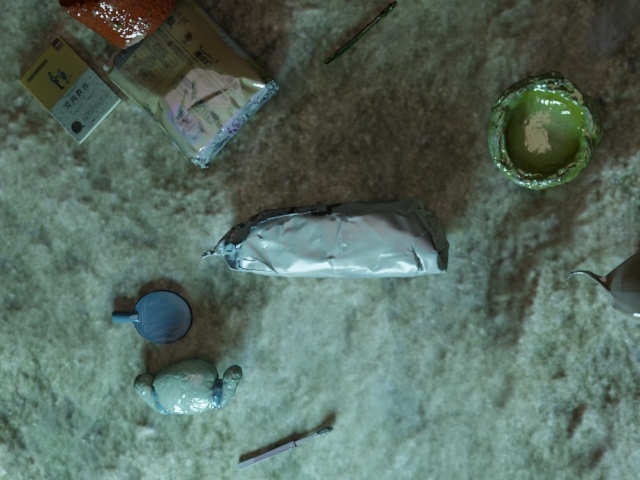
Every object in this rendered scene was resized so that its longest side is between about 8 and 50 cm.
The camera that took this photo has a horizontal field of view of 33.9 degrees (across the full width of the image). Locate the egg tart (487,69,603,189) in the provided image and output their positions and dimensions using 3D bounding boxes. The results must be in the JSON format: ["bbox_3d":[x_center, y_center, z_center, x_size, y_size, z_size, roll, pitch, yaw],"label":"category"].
[{"bbox_3d":[0.371,-0.182,1.761,0.197,0.078,0.197,1,93,14],"label":"egg tart"}]

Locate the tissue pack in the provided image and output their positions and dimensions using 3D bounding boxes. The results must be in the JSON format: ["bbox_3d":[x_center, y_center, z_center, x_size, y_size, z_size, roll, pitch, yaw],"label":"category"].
[{"bbox_3d":[-0.235,-0.287,1.856,0.256,0.123,0.215,45,98,5],"label":"tissue pack"}]

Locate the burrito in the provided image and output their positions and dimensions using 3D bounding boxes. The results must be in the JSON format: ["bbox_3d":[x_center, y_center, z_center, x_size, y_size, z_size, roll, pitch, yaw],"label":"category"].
[{"bbox_3d":[0.000,0.000,1.833,0.445,0.101,0.139,-1,108,12],"label":"burrito"}]

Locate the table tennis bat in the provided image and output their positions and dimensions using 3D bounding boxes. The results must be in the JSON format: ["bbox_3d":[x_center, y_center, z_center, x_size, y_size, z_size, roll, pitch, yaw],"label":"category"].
[{"bbox_3d":[-0.312,0.142,1.947,0.155,0.019,0.100,-2,93,10],"label":"table tennis bat"}]

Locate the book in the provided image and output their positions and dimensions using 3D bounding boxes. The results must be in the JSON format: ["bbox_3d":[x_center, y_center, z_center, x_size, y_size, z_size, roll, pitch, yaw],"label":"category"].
[{"bbox_3d":[-0.467,-0.281,1.959,0.172,0.012,0.118,45,99,6],"label":"book"}]

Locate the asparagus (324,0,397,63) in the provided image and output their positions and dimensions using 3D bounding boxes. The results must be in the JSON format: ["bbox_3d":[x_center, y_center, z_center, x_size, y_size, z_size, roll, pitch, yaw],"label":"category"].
[{"bbox_3d":[0.071,-0.364,1.845,0.166,0.013,0.016,-38,96,11],"label":"asparagus"}]

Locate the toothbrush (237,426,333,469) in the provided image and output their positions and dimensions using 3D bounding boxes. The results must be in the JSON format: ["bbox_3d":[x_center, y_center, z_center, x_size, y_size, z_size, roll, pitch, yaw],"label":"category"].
[{"bbox_3d":[-0.064,0.377,1.910,0.194,0.017,0.014,-25,82,14],"label":"toothbrush"}]

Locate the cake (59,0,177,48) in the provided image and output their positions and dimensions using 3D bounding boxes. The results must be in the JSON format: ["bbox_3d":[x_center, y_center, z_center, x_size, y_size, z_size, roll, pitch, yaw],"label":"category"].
[{"bbox_3d":[-0.348,-0.480,1.808,0.177,0.151,0.283,-31,52,24],"label":"cake"}]

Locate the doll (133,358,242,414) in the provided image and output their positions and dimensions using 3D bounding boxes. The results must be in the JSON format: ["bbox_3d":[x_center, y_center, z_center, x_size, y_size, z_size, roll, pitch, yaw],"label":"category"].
[{"bbox_3d":[-0.241,0.267,1.911,0.214,0.071,0.103,-10,90,15],"label":"doll"}]

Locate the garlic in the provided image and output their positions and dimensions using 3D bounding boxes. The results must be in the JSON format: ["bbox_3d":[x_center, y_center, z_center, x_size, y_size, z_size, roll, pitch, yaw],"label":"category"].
[{"bbox_3d":[0.551,0.081,1.734,0.267,0.148,0.128,-18,126,8],"label":"garlic"}]
